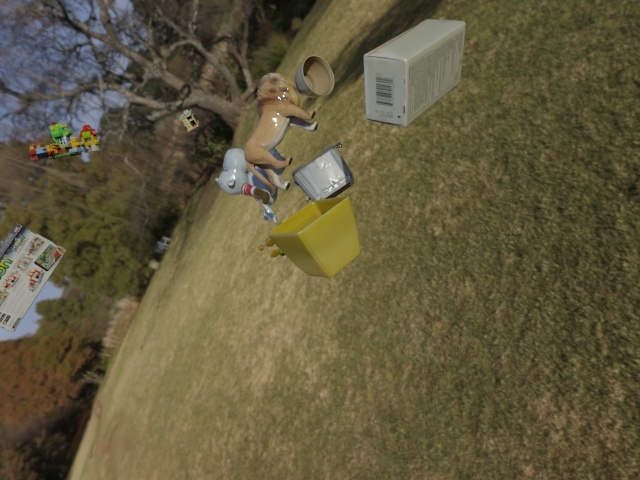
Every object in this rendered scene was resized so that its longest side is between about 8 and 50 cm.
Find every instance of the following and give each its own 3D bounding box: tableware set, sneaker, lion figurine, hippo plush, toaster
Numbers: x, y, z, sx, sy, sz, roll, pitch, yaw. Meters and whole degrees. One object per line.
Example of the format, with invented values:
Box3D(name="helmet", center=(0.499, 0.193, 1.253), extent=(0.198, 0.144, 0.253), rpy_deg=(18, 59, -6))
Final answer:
Box3D(name="tableware set", center=(-0.195, 0.027, 2.032), extent=(0.024, 0.154, 0.104), rpy_deg=(48, 123, 39))
Box3D(name="sneaker", center=(-0.213, -0.152, 1.558), extent=(0.042, 0.067, 0.118), rpy_deg=(-69, -24, -9))
Box3D(name="lion figurine", center=(-0.159, -0.350, 1.558), extent=(0.392, 0.240, 0.142), rpy_deg=(-63, -14, -7))
Box3D(name="hippo plush", center=(-0.291, -0.239, 1.881), extent=(0.234, 0.237, 0.294), rpy_deg=(17, 97, 62))
Box3D(name="toaster", center=(0.022, -0.230, 1.716), extent=(0.227, 0.146, 0.129), rpy_deg=(-34, -6, 0))

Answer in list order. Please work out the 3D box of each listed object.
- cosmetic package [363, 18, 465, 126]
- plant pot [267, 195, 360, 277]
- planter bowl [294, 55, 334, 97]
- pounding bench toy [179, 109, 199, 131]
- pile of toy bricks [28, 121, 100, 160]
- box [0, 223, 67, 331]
Box3D(name="cosmetic package", center=(0.233, -0.414, 1.164), extent=(0.309, 0.113, 0.160), rpy_deg=(-42, -40, -39))
Box3D(name="plant pot", center=(0.000, 0.000, 1.509), extent=(0.212, 0.187, 0.212), rpy_deg=(-37, 19, -26))
Box3D(name="planter bowl", center=(-0.040, -0.653, 1.953), extent=(0.109, 0.162, 0.162), rpy_deg=(-9, 61, 50))
Box3D(name="pounding bench toy", center=(-0.523, -0.483, 1.925), extent=(0.052, 0.065, 0.083), rpy_deg=(-26, 35, 7))
Box3D(name="pile of toy bricks", center=(-0.794, -0.311, 1.464), extent=(0.118, 0.212, 0.105), rpy_deg=(-30, -67, -67))
Box3D(name="box", center=(-0.659, 0.080, 1.035), extent=(0.036, 0.114, 0.207), rpy_deg=(11, 67, 39))
